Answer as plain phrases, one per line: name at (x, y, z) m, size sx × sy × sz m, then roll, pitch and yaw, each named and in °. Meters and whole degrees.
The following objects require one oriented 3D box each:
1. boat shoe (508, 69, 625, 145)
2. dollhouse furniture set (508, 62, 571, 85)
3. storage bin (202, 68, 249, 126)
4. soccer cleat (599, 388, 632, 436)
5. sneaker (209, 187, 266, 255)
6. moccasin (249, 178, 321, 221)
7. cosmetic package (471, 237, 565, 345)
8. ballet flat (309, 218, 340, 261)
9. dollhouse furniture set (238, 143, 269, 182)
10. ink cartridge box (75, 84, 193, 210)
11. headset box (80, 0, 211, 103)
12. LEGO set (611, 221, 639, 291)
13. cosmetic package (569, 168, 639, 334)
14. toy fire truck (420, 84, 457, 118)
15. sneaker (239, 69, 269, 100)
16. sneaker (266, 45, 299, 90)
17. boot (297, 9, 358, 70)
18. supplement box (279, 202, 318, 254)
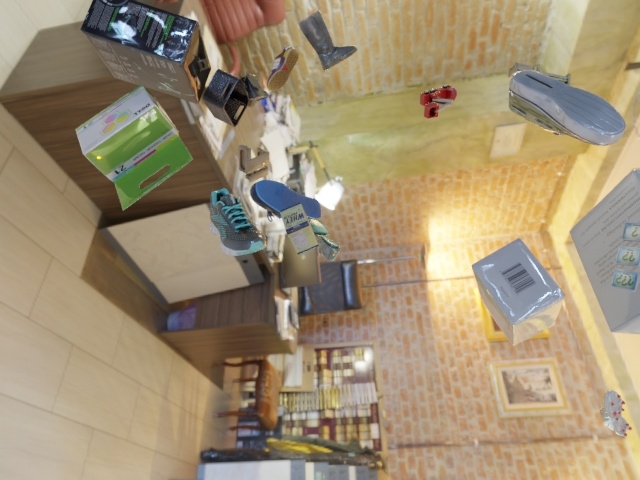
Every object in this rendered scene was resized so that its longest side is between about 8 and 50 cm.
boat shoe at (0.558, -0.295, 1.040) m, size 0.094 × 0.109 × 0.302 m, roll 78°, pitch -15°, yaw -48°
dollhouse furniture set at (0.664, -0.466, 1.440) m, size 0.161 × 0.182 × 0.101 m, roll 132°, pitch -34°, yaw -80°
storage bin at (-0.320, -0.484, 1.539) m, size 0.122 × 0.084 × 0.180 m, roll -63°, pitch 174°, yaw -5°
soccer cleat at (0.901, 0.531, 1.397) m, size 0.196 × 0.068 × 0.076 m, roll 59°, pitch -17°, yaw -23°
sneaker at (-0.136, -0.032, 0.693) m, size 0.166 × 0.065 × 0.076 m, roll 33°, pitch -47°, yaw 50°
moccasin at (-0.135, -0.118, 1.639) m, size 0.342 × 0.117 × 0.137 m, roll 22°, pitch 59°, yaw -47°
cosmetic package at (0.563, 0.162, 1.289) m, size 0.196 × 0.155 × 0.365 m, roll 63°, pitch 9°, yaw 31°
ballet flat at (0.000, 0.000, 1.509) m, size 0.213 × 0.072 × 0.068 m, roll 52°, pitch -54°, yaw 53°
dollhouse furniture set at (-0.305, -0.304, 1.812) m, size 0.123 × 0.151 × 0.144 m, roll -35°, pitch 146°, yaw -40°
ink cartridge box at (-0.408, -0.210, 0.980) m, size 0.255 × 0.189 × 0.097 m, roll 49°, pitch -5°, yaw 43°
headset box at (-0.453, -0.519, 1.243) m, size 0.246 × 0.283 × 0.131 m, roll 120°, pitch -13°, yaw -81°
LEGO set at (0.811, 0.045, 1.093) m, size 0.244 × 0.060 × 0.182 m, roll -154°, pitch -104°, yaw -79°
cosmetic package at (1.052, 0.049, 1.359) m, size 0.327 × 0.330 × 0.393 m, roll 108°, pitch -16°, yaw -53°
toy fire truck at (0.444, -0.520, 1.675) m, size 0.135 × 0.192 × 0.047 m, roll 51°, pitch -24°, yaw 45°
sneaker at (-0.226, -0.529, 1.539) m, size 0.170 × 0.051 × 0.089 m, roll -56°, pitch 129°, yaw -71°
sneaker at (-0.159, -0.679, 1.777) m, size 0.070 × 0.185 × 0.084 m, roll 29°, pitch 12°, yaw -46°
boot at (0.033, -0.808, 1.787) m, size 0.208 × 0.190 × 0.076 m, roll 60°, pitch -19°, yaw -13°
supplement box at (-0.051, -0.029, 1.077) m, size 0.083 × 0.056 × 0.083 m, roll -112°, pitch 178°, yaw -45°
